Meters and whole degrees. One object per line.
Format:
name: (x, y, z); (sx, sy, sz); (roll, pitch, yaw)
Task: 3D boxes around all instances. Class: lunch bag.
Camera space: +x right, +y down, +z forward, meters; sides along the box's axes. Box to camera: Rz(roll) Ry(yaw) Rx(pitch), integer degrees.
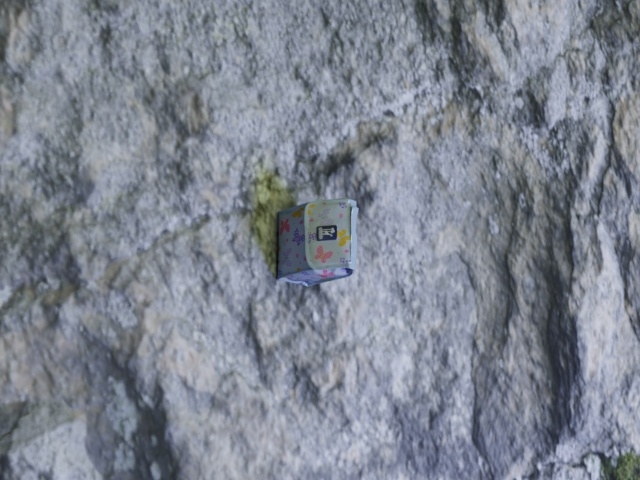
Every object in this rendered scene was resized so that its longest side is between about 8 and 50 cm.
lunch bag: (0.000, 0.000, 1.642); (0.053, 0.083, 0.071); (15, 70, -44)
